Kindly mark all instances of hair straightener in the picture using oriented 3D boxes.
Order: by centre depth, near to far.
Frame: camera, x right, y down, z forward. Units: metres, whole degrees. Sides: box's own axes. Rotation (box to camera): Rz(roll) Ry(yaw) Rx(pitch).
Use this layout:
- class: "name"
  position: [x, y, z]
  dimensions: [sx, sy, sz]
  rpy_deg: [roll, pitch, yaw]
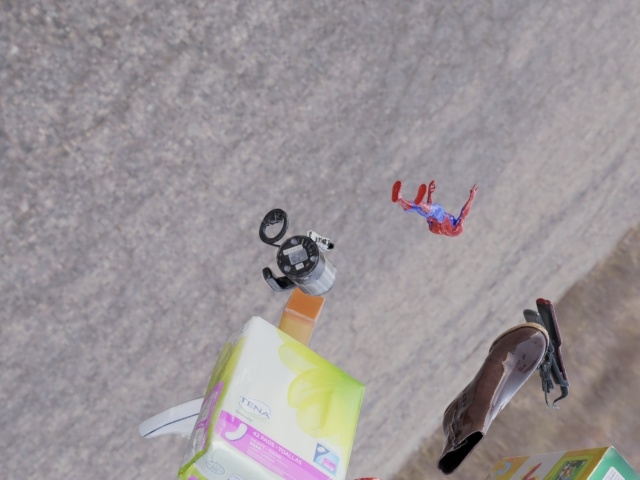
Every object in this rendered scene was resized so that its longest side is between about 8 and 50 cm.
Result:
- class: "hair straightener"
  position: [0.418, 0.227, 1.912]
  dimensions: [0.089, 0.047, 0.230]
  rpy_deg: [-31, 118, -31]

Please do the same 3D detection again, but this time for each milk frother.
- class: "milk frother"
  position: [-0.045, 0.023, 1.943]
  dimensions: [0.135, 0.129, 0.143]
  rpy_deg: [52, 37, -67]

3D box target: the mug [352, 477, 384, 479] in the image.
- class: "mug"
  position: [0.093, 0.635, 2.298]
  dimensions: [0.150, 0.169, 0.113]
  rpy_deg: [-18, 147, 25]

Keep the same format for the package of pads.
- class: "package of pads"
  position: [-0.067, 0.272, 1.485]
  dimensions: [0.101, 0.229, 0.296]
  rpy_deg: [-46, -165, 34]

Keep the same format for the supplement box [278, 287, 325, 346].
- class: "supplement box"
  position: [-0.058, 0.210, 2.278]
  dimensions: [0.233, 0.078, 0.080]
  rpy_deg: [110, 3, -45]

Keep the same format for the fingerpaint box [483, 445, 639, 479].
- class: "fingerpaint box"
  position: [0.342, 0.588, 1.795]
  dimensions: [0.445, 0.163, 0.371]
  rpy_deg: [-45, -175, -27]

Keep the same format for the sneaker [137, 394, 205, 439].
- class: "sneaker"
  position: [-0.214, 0.332, 1.855]
  dimensions: [0.258, 0.091, 0.094]
  rpy_deg: [-20, 175, 18]

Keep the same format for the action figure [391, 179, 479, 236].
- class: "action figure"
  position: [0.256, -0.093, 2.198]
  dimensions: [0.280, 0.091, 0.139]
  rpy_deg: [36, 69, -57]

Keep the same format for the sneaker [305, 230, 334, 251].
- class: "sneaker"
  position: [0.000, 0.000, 2.074]
  dimensions: [0.083, 0.037, 0.032]
  rpy_deg: [29, 66, -56]

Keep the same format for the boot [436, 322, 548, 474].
- class: "boot"
  position: [0.292, 0.268, 1.707]
  dimensions: [0.248, 0.090, 0.207]
  rpy_deg: [-52, -177, 28]
